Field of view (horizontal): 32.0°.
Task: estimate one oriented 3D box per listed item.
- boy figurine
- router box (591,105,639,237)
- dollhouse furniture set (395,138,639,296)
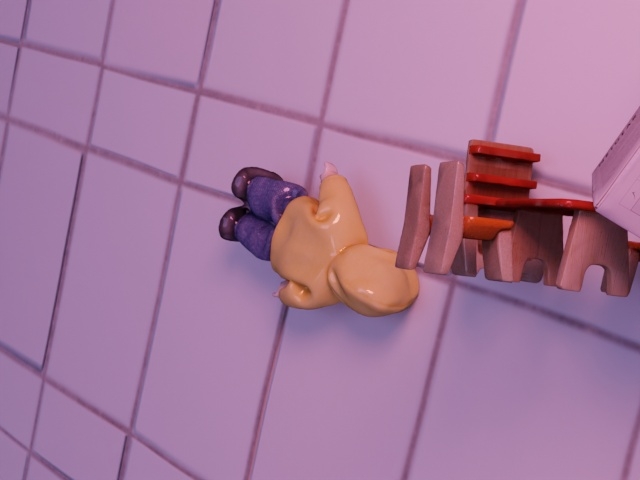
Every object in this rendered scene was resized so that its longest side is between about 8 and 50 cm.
[{"bbox_3d":[0.000,0.000,1.292,0.285,0.092,0.177,28,106,42],"label":"boy figurine"},{"bbox_3d":[0.408,-0.088,0.776,0.301,0.082,0.335,31,114,-1],"label":"router box"},{"bbox_3d":[0.199,-0.028,0.999,0.259,0.262,0.135,-173,90,-76],"label":"dollhouse furniture set"}]
